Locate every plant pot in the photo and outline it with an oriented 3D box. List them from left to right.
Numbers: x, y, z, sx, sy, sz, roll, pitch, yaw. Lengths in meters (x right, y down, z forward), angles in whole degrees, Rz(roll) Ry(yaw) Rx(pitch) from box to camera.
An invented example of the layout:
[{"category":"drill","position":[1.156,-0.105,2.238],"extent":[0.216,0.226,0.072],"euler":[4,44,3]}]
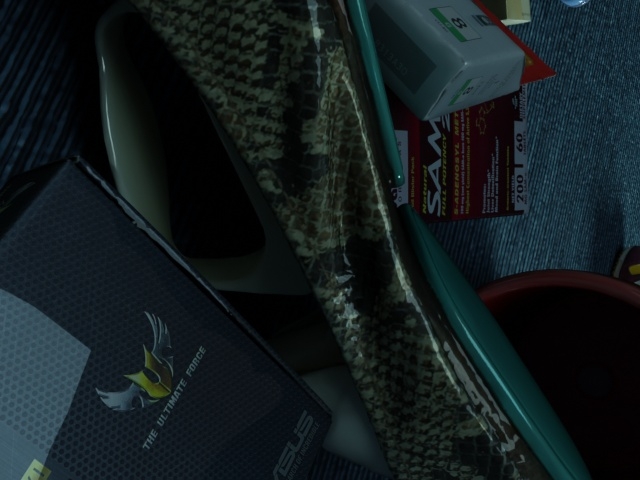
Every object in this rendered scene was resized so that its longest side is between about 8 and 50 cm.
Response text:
[{"category":"plant pot","position":[0.228,0.147,0.744],"extent":[0.243,0.274,0.275],"euler":[-13,101,-63]}]

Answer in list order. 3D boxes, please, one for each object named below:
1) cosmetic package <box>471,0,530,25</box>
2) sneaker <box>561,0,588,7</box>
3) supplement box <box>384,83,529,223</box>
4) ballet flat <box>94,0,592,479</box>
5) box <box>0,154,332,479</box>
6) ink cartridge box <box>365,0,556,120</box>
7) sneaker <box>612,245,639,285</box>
[{"category":"cosmetic package","position":[0.168,-0.264,0.813],"extent":[0.060,0.041,0.115],"euler":[-19,105,-52]},{"category":"sneaker","position":[0.265,-0.328,0.936],"extent":[0.059,0.053,0.144],"euler":[-11,91,-53]},{"category":"supplement box","position":[0.085,-0.079,0.679],"extent":[0.239,0.073,0.130],"euler":[-7,96,-52]},{"category":"ballet flat","position":[0.000,0.000,0.487],"extent":[0.164,0.182,0.483],"euler":[-90,155,-67]},{"category":"box","position":[-0.108,0.112,0.330],"extent":[0.183,0.059,0.233],"euler":[50,52,-29]},{"category":"ink cartridge box","position":[0.079,-0.179,0.603],"extent":[0.181,0.056,0.224],"euler":[49,39,13]},{"category":"sneaker","position":[0.429,0.089,1.132],"extent":[0.069,0.083,0.186],"euler":[48,54,-42]}]
